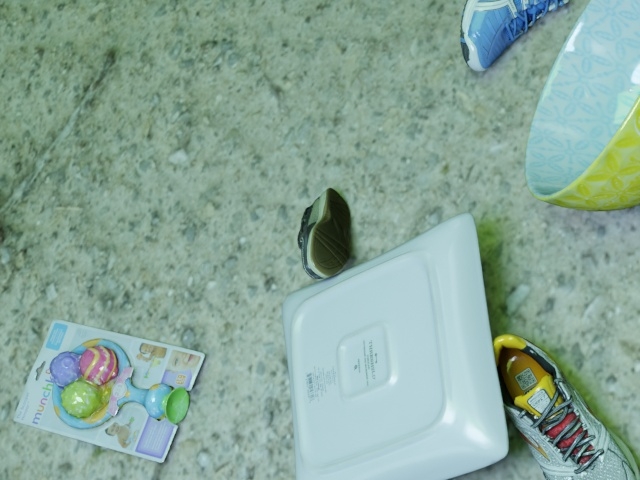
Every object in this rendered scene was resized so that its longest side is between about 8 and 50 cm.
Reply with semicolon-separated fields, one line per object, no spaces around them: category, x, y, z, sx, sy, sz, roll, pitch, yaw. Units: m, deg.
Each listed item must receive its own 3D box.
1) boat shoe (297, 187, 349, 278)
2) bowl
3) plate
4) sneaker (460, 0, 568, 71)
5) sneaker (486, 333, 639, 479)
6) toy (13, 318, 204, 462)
boat shoe;0.000;0.000;1.636;0.049;0.056;0.152;-36;20;28
bowl;0.348;-0.143;1.475;0.156;0.289;0.289;23;75;-12
plate;0.059;0.133;1.522;0.278;0.045;0.277;-27;57;35
sneaker;0.234;-0.284;1.656;0.081;0.080;0.211;28;82;36
sneaker;0.232;0.185;1.436;0.088;0.093;0.225;-40;57;4
toy;-0.263;0.168;1.702;0.237;0.056;0.136;11;71;29
